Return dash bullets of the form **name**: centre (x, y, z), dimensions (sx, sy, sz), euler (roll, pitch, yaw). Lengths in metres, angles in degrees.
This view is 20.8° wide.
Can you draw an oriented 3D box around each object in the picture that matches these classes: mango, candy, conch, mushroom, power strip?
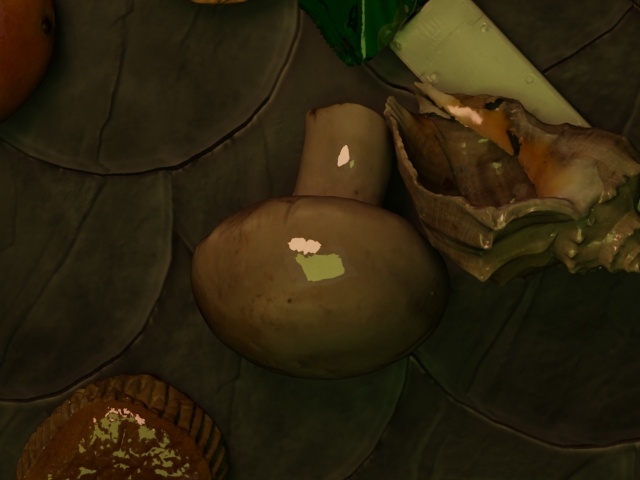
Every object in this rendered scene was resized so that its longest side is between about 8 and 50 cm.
- **mango**: centre (-0.404, -0.209, 1.978), dimensions (0.254, 0.139, 0.175), euler (-45, 80, 20)
- **candy**: centre (0.069, -0.295, 1.913), dimensions (0.203, 0.078, 0.141), euler (-47, 68, 9)
- **conch**: centre (0.194, -0.045, 1.843), dimensions (0.324, 0.263, 0.186), euler (22, 110, 31)
- **mushroom**: centre (0.000, 0.000, 1.930), dimensions (0.292, 0.292, 0.290), euler (-1, 68, 7)
- **power strip**: centre (0.221, -0.142, 1.956), dimensions (0.106, 0.043, 0.367), euler (-43, 93, 12)

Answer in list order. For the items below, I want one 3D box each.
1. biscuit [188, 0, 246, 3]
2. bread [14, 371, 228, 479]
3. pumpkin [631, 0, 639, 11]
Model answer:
- **biscuit**: centre (-0.086, -0.359, 1.891), dimensions (0.309, 0.040, 0.205), euler (-27, 123, -17)
- **bread**: centre (-0.239, 0.287, 2.040), dimensions (0.227, 0.142, 0.253), euler (41, 100, -9)
- **pumpkin**: centre (0.432, -0.328, 1.789), dimensions (0.291, 0.257, 0.328), euler (-38, 86, -1)
